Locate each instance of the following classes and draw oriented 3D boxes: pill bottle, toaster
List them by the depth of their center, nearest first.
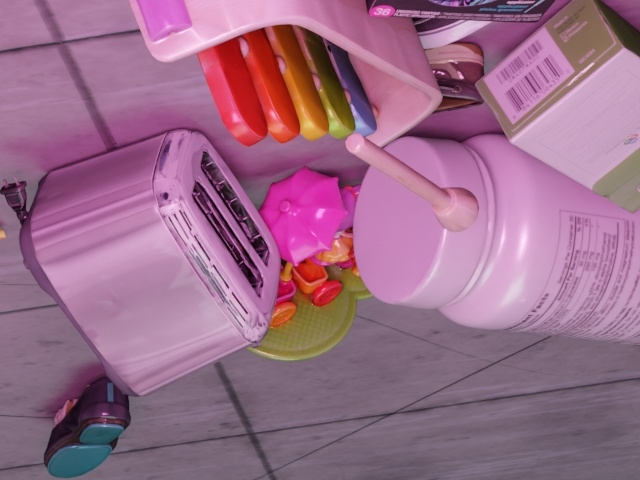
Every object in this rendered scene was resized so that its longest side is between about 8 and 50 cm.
[{"bbox_3d":[-0.131,0.008,1.565,0.146,0.129,0.227,-20,120,21],"label":"toaster"},{"bbox_3d":[0.179,-0.002,1.631,0.283,0.160,0.160,8,154,-31],"label":"pill bottle"}]

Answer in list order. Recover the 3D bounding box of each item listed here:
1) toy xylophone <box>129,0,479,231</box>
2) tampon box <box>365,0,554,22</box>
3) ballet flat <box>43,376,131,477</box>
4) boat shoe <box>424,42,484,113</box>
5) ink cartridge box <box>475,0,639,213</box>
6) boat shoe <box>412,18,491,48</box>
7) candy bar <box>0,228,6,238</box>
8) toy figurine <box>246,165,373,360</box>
[{"bbox_3d":[-0.007,-0.118,1.210,0.081,0.236,0.322,-27,154,19],"label":"toy xylophone"},{"bbox_3d":[0.100,-0.212,1.170,0.120,0.101,0.161,0,157,-19],"label":"tampon box"},{"bbox_3d":[-0.244,0.193,2.098,0.074,0.074,0.203,2,157,-22],"label":"ballet flat"},{"bbox_3d":[0.049,-0.109,1.477,0.152,0.049,0.056,-13,156,14],"label":"boat shoe"},{"bbox_3d":[0.218,-0.099,1.495,0.109,0.062,0.209,-40,147,19],"label":"ink cartridge box"},{"bbox_3d":[0.110,-0.173,1.355,0.142,0.049,0.040,-19,122,32],"label":"boat shoe"},{"bbox_3d":[-0.301,-0.029,1.607,0.040,0.018,0.161,-11,158,8],"label":"candy bar"},{"bbox_3d":[0.000,0.000,1.676,0.173,0.130,0.159,-22,155,-24],"label":"toy figurine"}]
